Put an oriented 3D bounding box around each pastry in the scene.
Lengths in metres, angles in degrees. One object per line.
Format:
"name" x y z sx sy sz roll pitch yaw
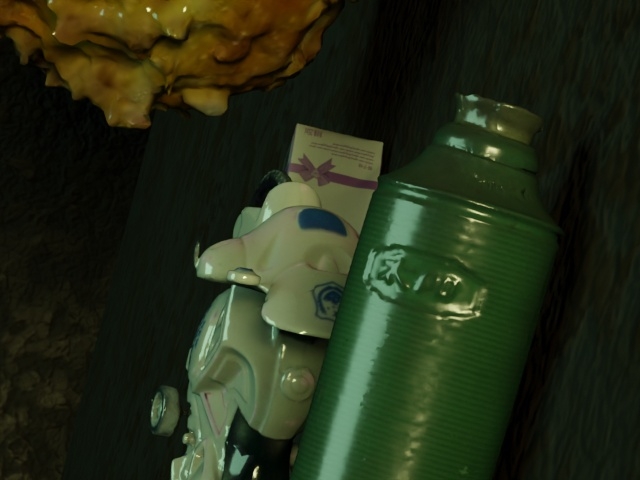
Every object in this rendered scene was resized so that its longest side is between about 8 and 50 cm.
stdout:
"pastry" -0.050 -0.276 1.000 0.337 0.292 0.405 -35 30 57

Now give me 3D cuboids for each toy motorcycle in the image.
"toy motorcycle" -0.024 0.078 0.854 0.150 0.102 0.221 -174 94 -69

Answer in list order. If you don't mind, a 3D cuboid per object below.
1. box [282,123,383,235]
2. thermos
"box" 0.000 0.000 0.972 0.036 0.050 0.117 108 171 -56
"thermos" 0.041 0.044 0.674 0.073 0.083 0.188 16 89 58
